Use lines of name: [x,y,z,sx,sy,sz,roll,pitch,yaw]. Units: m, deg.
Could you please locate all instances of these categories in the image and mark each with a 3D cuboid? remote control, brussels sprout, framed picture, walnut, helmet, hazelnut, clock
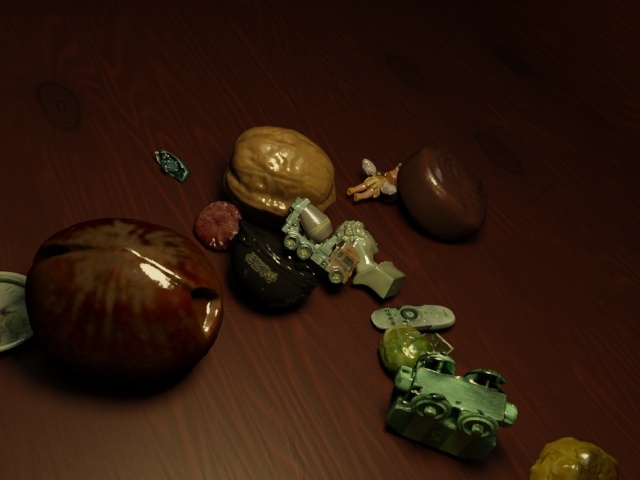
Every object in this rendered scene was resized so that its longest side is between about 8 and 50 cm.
remote control: [0.267,0.226,1.804,0.256,0.045,0.097,1,34,-15]
brussels sprout: [0.232,0.295,1.671,0.155,0.117,0.155,8,55,-12]
framed picture: [0.331,0.296,1.787,0.089,0.006,0.066,43,47,21]
walnut: [-0.114,-0.183,1.883,0.344,0.306,0.306,25,43,-6]
helmet: [-0.150,0.079,1.688,0.279,0.160,0.230,38,6,9]
hazelnut: [-0.429,0.121,1.433,0.430,0.402,0.402,17,43,3]
clock: [-0.762,0.174,1.460,0.237,0.053,0.236,10,43,-9]

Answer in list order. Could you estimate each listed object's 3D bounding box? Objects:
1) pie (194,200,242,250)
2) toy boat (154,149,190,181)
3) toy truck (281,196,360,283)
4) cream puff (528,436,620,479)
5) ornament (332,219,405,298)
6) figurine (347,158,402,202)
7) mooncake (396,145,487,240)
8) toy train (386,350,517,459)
pie: [-0.296,-0.043,1.820,0.155,0.036,0.154,-4,68,11]
toy boat: [-0.471,-0.238,1.970,0.137,0.060,0.061,45,27,19]
toy truck: [0.000,0.000,1.760,0.257,0.140,0.108,37,4,-8]
cream puff: [0.584,0.602,1.478,0.282,0.185,0.281,6,80,-40]
ornament: [0.131,0.058,1.865,0.130,0.120,0.285,9,40,-43]
figurine: [0.206,-0.191,2.138,0.240,0.115,0.174,-11,50,-38]
mooncake: [0.422,-0.161,2.086,0.334,0.174,0.325,-22,80,-47]
toy train: [0.306,0.402,1.504,0.299,0.238,0.166,21,44,3]
